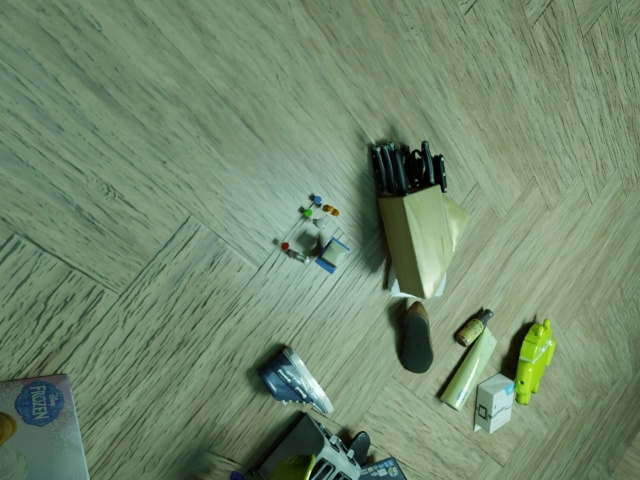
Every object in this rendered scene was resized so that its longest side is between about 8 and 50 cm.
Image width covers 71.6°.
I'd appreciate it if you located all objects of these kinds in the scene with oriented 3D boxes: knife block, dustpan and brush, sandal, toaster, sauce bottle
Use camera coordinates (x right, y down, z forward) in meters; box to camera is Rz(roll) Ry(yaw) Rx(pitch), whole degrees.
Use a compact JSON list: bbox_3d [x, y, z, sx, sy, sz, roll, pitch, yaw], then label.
[{"bbox_3d":[0.171,-0.053,0.889,0.242,0.088,0.275,30,81,-24],"label":"knife block"},{"bbox_3d":[0.231,0.021,1.006,0.147,0.060,0.211,4,110,-22],"label":"dustpan and brush"},{"bbox_3d":[0.083,0.518,1.079,0.067,0.040,0.179,-18,129,-23],"label":"sandal"},{"bbox_3d":[-0.027,0.490,0.945,0.185,0.110,0.168,-46,124,-13],"label":"toaster"},{"bbox_3d":[0.422,0.236,1.211,0.128,0.042,0.042,-41,124,-19],"label":"sauce bottle"}]

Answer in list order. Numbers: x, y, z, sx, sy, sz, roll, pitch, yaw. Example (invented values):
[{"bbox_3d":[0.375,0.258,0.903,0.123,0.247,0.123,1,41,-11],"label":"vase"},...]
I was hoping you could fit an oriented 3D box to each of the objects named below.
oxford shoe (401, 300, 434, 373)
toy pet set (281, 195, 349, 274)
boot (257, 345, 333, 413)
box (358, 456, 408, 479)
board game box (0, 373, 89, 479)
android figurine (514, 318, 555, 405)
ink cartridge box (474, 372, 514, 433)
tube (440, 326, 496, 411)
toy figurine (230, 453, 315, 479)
[{"bbox_3d":[0.239,0.238,1.073,0.076,0.076,0.212,-64,154,-53],"label":"oxford shoe"},{"bbox_3d":[0.000,0.000,0.846,0.114,0.065,0.122,36,79,-2],"label":"toy pet set"},{"bbox_3d":[-0.049,0.304,0.902,0.086,0.069,0.190,-36,114,-12],"label":"boot"},{"bbox_3d":[0.112,0.620,1.015,0.233,0.183,0.059,-5,126,-24],"label":"box"},{"bbox_3d":[-0.429,0.265,0.465,0.318,0.319,0.065,2,104,-36],"label":"board game box"},{"bbox_3d":[0.677,0.378,1.401,0.248,0.056,0.272,-14,115,-46],"label":"android figurine"},{"bbox_3d":[0.536,0.515,1.368,0.104,0.060,0.180,-15,113,-31],"label":"ink cartridge box"},{"bbox_3d":[0.424,0.362,1.248,0.240,0.062,0.070,-53,168,-13],"label":"tube"},{"bbox_3d":[-0.181,0.511,0.785,0.362,0.217,0.191,-67,161,4],"label":"toy figurine"}]
